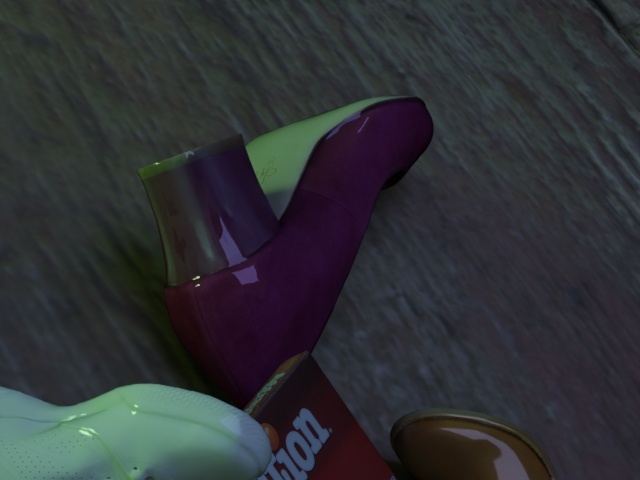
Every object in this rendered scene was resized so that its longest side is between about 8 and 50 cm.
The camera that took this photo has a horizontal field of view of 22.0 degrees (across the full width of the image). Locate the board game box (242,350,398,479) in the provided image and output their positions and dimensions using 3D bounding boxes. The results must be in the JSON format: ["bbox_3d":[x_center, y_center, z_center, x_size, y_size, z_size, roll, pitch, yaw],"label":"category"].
[{"bbox_3d":[-0.032,0.192,0.958,0.145,0.027,0.281,55,35,-9],"label":"board game box"}]

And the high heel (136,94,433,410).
[{"bbox_3d":[0.000,0.000,1.219,0.377,0.127,0.181,-22,94,-55],"label":"high heel"}]

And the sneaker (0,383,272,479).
[{"bbox_3d":[-0.132,0.133,0.898,0.212,0.080,0.094,-1,48,17],"label":"sneaker"}]

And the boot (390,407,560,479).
[{"bbox_3d":[0.123,0.204,1.076,0.197,0.073,0.152,29,39,-6],"label":"boot"}]
